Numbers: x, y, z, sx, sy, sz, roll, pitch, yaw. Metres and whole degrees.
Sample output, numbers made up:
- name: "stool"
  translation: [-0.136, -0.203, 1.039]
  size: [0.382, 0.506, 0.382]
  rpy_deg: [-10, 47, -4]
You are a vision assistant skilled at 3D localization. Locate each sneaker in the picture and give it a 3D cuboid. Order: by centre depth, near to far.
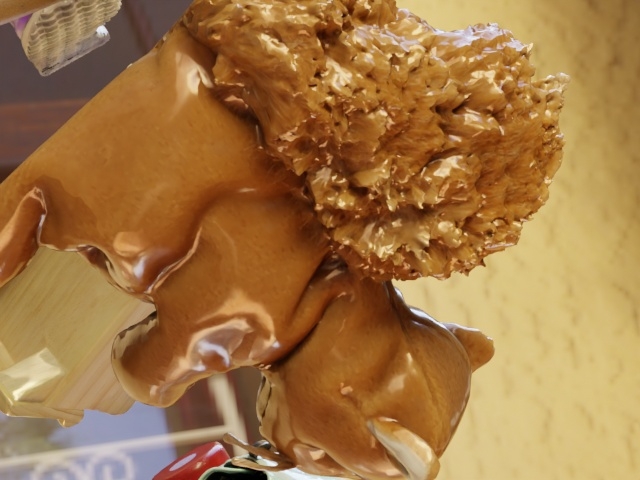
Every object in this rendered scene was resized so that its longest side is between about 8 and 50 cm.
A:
- name: "sneaker"
  translation: [-0.279, -0.257, 1.751]
  size: [0.146, 0.102, 0.293]
  rpy_deg: [61, -12, 0]
- name: "sneaker"
  translation: [-0.080, 0.244, 1.772]
  size: [0.256, 0.151, 0.094]
  rpy_deg: [-3, -112, 53]

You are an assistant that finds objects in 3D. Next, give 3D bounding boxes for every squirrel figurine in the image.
- name: "squirrel figurine"
  translation: [0.000, 0.000, 1.298]
  size: [0.370, 0.281, 0.397]
  rpy_deg: [47, -61, -5]

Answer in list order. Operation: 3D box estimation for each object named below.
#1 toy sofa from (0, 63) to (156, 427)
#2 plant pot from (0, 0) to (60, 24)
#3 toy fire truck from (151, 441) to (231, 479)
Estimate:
- name: "toy sofa"
  translation: [-0.200, 0.010, 1.792]
  size: [0.362, 0.177, 0.150]
  rpy_deg: [-50, -119, 17]
- name: "plant pot"
  translation: [-0.259, -0.260, 1.351]
  size: [0.254, 0.237, 0.237]
  rpy_deg: [0, -82, 27]
- name: "toy fire truck"
  translation: [-0.184, 0.370, 1.982]
  size: [0.169, 0.302, 0.254]
  rpy_deg: [60, 22, -7]
